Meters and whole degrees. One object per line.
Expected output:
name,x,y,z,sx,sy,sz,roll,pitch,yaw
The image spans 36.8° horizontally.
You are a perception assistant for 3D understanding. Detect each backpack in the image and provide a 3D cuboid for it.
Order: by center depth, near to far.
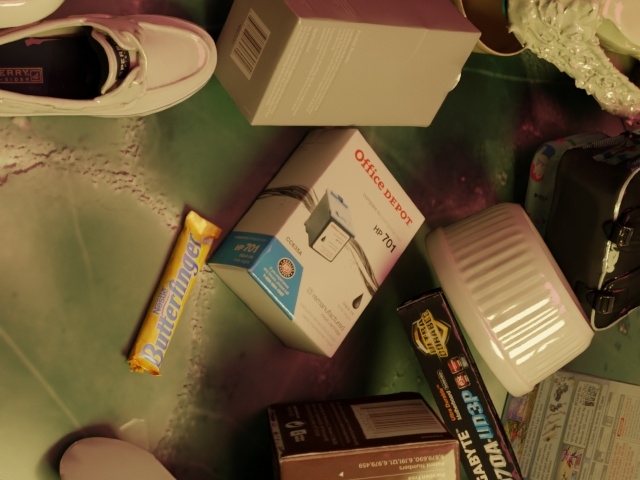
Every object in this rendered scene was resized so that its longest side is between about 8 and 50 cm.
backpack,0.376,-0.031,1.188,0.253,0.191,0.225,-16,124,-29

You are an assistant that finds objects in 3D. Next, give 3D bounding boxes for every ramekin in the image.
ramekin,0.212,0.055,1.058,0.109,0.207,0.207,-31,118,12

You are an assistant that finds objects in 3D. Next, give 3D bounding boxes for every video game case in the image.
video game case,0.308,0.294,1.132,0.061,0.244,0.270,24,78,-37

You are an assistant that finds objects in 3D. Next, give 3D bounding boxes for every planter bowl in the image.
planter bowl,0.165,-0.286,1.072,0.162,0.109,0.162,-7,101,-41

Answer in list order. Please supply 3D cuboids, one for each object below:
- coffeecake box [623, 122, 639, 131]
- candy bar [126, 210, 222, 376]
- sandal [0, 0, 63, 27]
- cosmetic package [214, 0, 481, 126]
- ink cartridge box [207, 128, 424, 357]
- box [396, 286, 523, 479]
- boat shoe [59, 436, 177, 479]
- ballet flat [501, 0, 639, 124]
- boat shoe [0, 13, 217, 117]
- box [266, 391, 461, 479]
coffeecake box,0.510,-0.206,1.372,0.185,0.068,0.142,-45,119,-26
candy bar,-0.140,0.053,0.915,0.040,0.018,0.162,31,73,-35
sandal,-0.247,-0.344,0.630,0.169,0.102,0.416,-19,83,-33
cosmetic package,0.027,-0.187,0.948,0.237,0.107,0.127,-6,138,-41
ink cartridge box,0.000,0.000,0.981,0.140,0.082,0.191,49,66,-29
box,0.148,0.158,1.014,0.051,0.175,0.220,-24,87,7
boat shoe,-0.139,0.257,0.861,0.219,0.070,0.078,31,50,3
ballet flat,0.362,-0.219,1.102,0.408,0.147,0.147,10,87,-46
boat shoe,-0.189,-0.146,0.823,0.258,0.084,0.095,-19,104,-35
box,0.041,0.272,0.937,0.166,0.168,0.203,-4,96,-6
